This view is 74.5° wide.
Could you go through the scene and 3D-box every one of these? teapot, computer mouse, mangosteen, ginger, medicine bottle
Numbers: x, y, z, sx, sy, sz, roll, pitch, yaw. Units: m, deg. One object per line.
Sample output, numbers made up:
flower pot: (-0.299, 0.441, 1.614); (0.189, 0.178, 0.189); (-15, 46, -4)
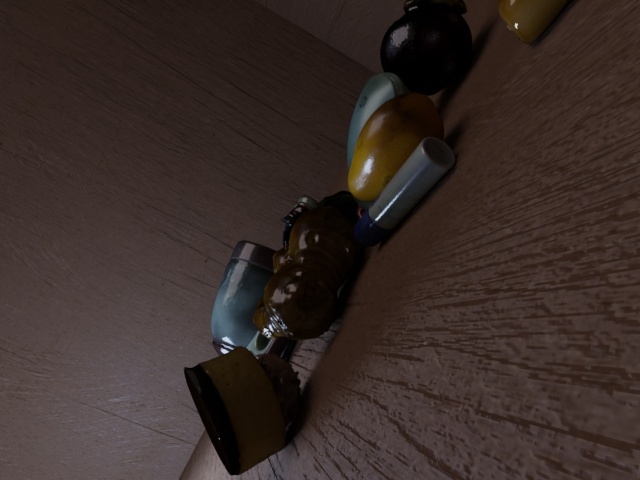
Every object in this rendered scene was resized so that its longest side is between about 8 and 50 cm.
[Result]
teapot: (-0.156, 0.189, 1.126); (0.315, 0.233, 0.312); (5, 70, 55)
computer mouse: (0.107, -0.206, 0.897); (0.159, 0.097, 0.289); (48, 129, 55)
mangosteen: (0.222, -0.422, 0.876); (0.194, 0.194, 0.231); (-123, 41, -84)
ginger: (-0.025, 0.066, 0.903); (0.274, 0.152, 0.358); (-48, 16, 57)
medicine bottle: (0.128, -0.069, 0.690); (0.231, 0.059, 0.059); (-53, 10, 51)

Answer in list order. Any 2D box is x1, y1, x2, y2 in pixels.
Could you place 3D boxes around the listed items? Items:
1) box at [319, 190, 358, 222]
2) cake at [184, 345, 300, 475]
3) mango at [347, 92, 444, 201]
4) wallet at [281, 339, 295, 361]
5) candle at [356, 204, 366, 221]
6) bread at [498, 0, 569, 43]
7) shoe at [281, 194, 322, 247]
box: (0.000, 0.000, 1.239); (0.134, 0.097, 0.345); (-30, -16, -37)
cake: (-0.110, 0.264, 0.709); (0.178, 0.185, 0.208); (-24, -34, -24)
mango: (0.121, -0.148, 0.724); (0.219, 0.144, 0.112); (-55, 43, 44)
wallet: (-0.122, 0.348, 1.068); (0.119, 0.025, 0.232); (-53, 10, 51)
candle: (0.107, -0.084, 1.011); (0.162, 0.053, 0.048); (-70, 5, -46)
bread: (0.296, -0.347, 0.476); (0.239, 0.073, 0.093); (-56, 13, 47)
shoe: (-0.054, -0.007, 1.090); (0.112, 0.099, 0.228); (-33, -37, -37)
